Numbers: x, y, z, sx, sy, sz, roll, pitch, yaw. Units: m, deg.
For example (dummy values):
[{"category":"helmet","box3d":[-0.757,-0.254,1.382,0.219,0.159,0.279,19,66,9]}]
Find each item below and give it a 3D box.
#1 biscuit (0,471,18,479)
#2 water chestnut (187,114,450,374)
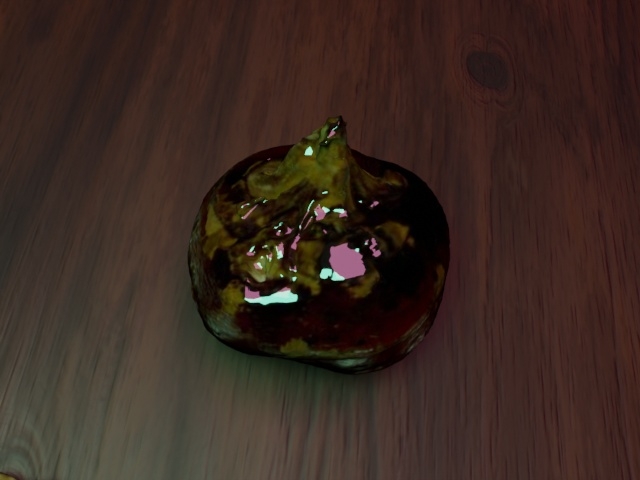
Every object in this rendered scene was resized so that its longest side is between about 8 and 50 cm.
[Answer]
[{"category":"biscuit","box3d":[-0.380,0.346,0.582,0.326,0.107,0.325,7,20,-2]},{"category":"water chestnut","box3d":[0.000,0.000,0.785,0.335,0.347,0.335,2,54,-3]}]
